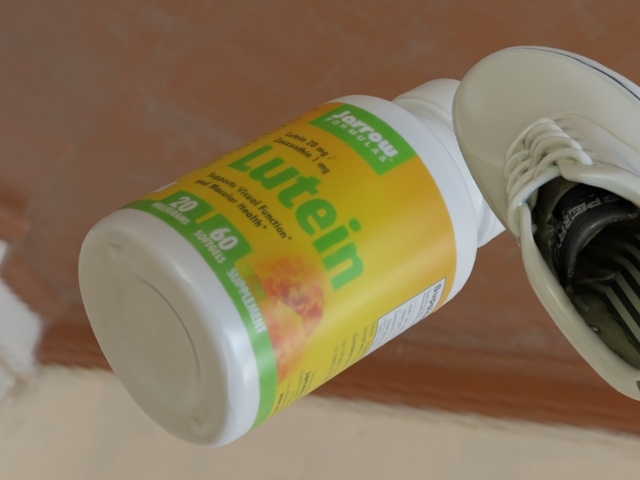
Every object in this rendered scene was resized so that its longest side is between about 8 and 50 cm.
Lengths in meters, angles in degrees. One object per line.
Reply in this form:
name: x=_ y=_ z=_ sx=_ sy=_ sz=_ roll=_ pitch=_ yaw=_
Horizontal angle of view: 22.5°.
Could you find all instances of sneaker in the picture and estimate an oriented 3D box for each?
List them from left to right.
sneaker: x=0.121 y=-0.018 z=0.707 sx=0.091 sy=0.094 sz=0.258 roll=27 pitch=-161 yaw=-40

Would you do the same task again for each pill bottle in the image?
pill bottle: x=0.000 y=0.000 z=0.904 sx=0.136 sy=0.245 sz=0.136 roll=33 pitch=139 yaw=35
